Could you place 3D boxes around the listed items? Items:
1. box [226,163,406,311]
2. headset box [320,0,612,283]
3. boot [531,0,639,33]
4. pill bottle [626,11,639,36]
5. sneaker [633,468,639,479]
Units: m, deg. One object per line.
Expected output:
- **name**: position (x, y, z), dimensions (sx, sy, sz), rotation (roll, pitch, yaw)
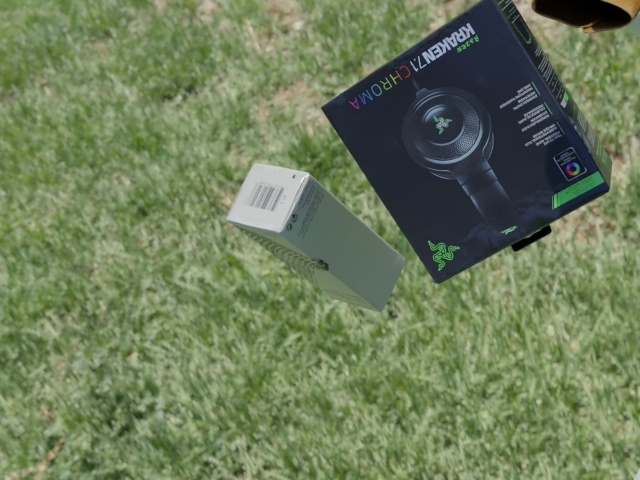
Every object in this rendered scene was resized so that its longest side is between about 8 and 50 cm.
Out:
- **box**: position (0.000, 0.000, 1.409), dimensions (0.113, 0.275, 0.094), rotation (14, 72, 42)
- **headset box**: position (0.186, -0.118, 1.212), dimensions (0.246, 0.283, 0.131), rotation (-30, 8, 24)
- **boot**: position (0.453, -0.361, 1.383), dimensions (0.295, 0.104, 0.211), rotation (5, 44, 20)
- **pill bottle**: position (0.747, -0.430, 1.785), dimensions (0.361, 0.204, 0.204), rotation (21, 55, 44)
- **sneaker**: position (0.405, 0.162, 0.777), dimensions (0.321, 0.126, 0.127), rotation (-28, 42, -17)
